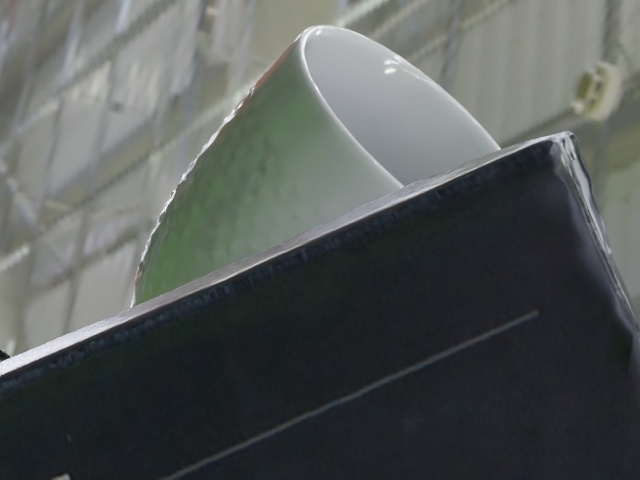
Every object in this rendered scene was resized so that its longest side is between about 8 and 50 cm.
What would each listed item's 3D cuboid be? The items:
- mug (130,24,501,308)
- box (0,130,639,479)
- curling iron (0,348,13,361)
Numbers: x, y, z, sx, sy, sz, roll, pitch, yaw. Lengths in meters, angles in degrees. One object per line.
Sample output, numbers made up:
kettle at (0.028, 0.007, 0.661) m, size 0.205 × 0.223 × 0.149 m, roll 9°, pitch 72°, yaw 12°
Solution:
mug at (0.000, 0.000, 1.617) m, size 0.328 × 0.276 × 0.374 m, roll -47°, pitch -179°, yaw 24°
box at (-0.052, 0.271, 0.678) m, size 0.297 × 0.480 × 0.471 m, roll 178°, pitch -111°, yaw -84°
curling iron at (-0.256, 0.175, 1.432) m, size 0.035 × 0.068 × 0.274 m, roll -37°, pitch -149°, yaw 8°
